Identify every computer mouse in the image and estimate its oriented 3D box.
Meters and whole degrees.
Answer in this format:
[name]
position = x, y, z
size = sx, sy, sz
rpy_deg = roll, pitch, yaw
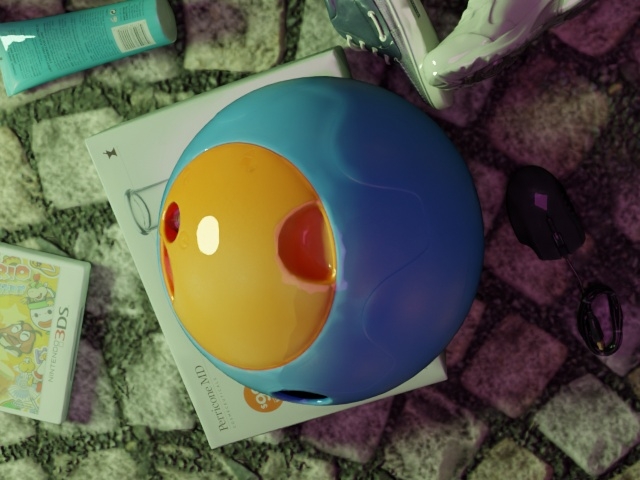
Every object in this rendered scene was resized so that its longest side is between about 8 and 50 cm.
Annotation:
[computer mouse]
position = 0.275, 0.027, 1.046
size = 0.071, 0.041, 0.242
rpy_deg = -29, 101, 10

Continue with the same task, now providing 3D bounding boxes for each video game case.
[video game case]
position = -0.400, 0.100, 1.125
size = 0.226, 0.026, 0.207
rpy_deg = 13, 105, 1

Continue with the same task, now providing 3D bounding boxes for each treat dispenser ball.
[treat dispenser ball]
position = 0.000, 0.000, 0.836
size = 0.288, 0.288, 0.288
rpy_deg = 1, 104, 4

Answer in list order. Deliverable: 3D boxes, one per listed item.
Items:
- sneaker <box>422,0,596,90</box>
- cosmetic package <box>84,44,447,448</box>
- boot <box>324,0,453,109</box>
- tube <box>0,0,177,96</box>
[sneaker]
position = 0.183, -0.243, 0.956
size = 0.232, 0.090, 0.115
rpy_deg = -36, 85, -12
[cosmetic package]
position = -0.051, 0.012, 1.042
size = 0.284, 0.097, 0.377
rpy_deg = -18, 102, 11
[boot]
position = 0.069, -0.216, 0.996
size = 0.086, 0.069, 0.190
rpy_deg = -19, 102, 26
[tube]
position = -0.261, -0.217, 1.025
size = 0.207, 0.052, 0.080
rpy_deg = -10, 98, 12
